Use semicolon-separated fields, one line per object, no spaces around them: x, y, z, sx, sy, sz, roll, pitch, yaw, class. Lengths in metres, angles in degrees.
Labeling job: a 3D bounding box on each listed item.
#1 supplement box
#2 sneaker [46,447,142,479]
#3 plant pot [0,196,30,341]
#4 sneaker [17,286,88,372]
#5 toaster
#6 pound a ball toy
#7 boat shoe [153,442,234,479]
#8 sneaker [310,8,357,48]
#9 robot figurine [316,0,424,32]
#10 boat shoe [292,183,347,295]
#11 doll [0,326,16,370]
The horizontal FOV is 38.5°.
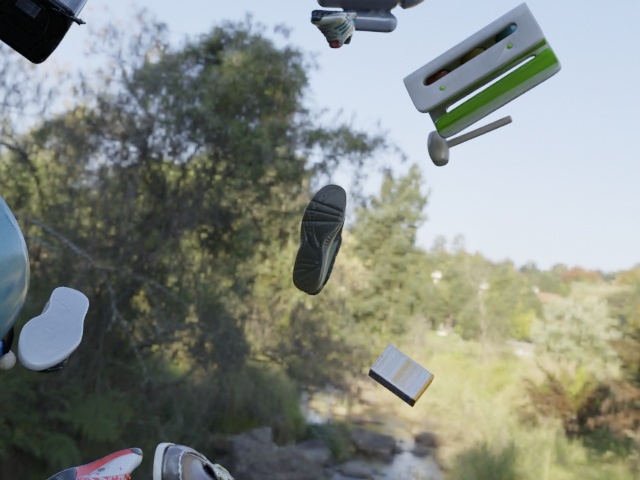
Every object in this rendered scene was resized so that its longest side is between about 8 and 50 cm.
0.141;0.237;1.606;0.098;0.062;0.036;35;-26;16;supplement box
-0.443;0.525;1.880;0.090;0.145;0.270;-35;-14;23;sneaker
-0.458;0.060;0.891;0.290;0.290;0.195;8;30;-1;plant pot
-0.524;0.213;1.762;0.105;0.147;0.296;22;18;-9;sneaker
-0.524;-0.430;1.671;0.186;0.110;0.168;36;-45;-19;toaster
0.307;-0.309;1.813;0.319;0.135;0.208;-31;-34;18;pound a ball toy
-0.171;0.394;1.400;0.097;0.116;0.324;-2;-36;10;boat shoe
0.028;-0.418;1.816;0.057;0.075;0.161;9;16;23;sneaker
0.106;-0.596;1.947;0.353;0.300;0.200;1;13;-2;robot figurine
0.001;0.001;1.792;0.080;0.223;0.073;11;-16;14;boat shoe
-0.560;0.140;1.593;0.046;0.189;0.129;-6;22;-2;doll
